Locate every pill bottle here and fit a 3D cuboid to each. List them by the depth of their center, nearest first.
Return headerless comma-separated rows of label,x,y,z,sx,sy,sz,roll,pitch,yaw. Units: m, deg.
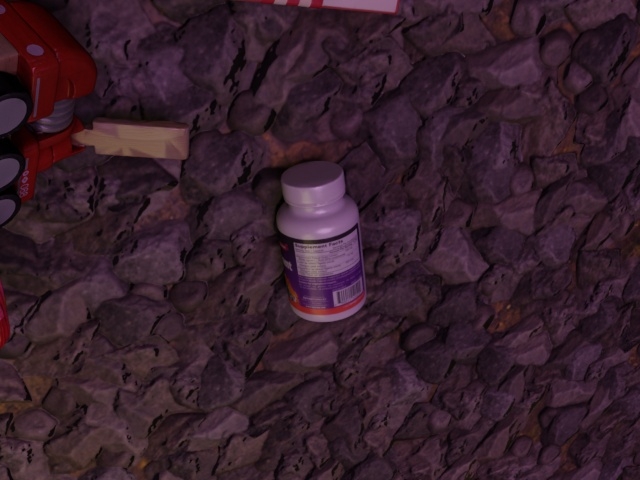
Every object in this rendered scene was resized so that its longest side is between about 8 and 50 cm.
pill bottle,0.000,0.000,0.994,0.108,0.108,0.193,-16,120,-15

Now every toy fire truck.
toy fire truck,-0.263,-0.131,0.780,0.246,0.158,0.217,-33,163,-41

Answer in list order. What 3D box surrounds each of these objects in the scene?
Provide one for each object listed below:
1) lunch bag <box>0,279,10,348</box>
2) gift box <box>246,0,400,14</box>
lunch bag,-0.444,-0.010,0.736,0.120,0.258,0.293,-42,142,-43
gift box,-0.053,-0.362,0.692,0.255,0.258,0.276,-7,119,-20
